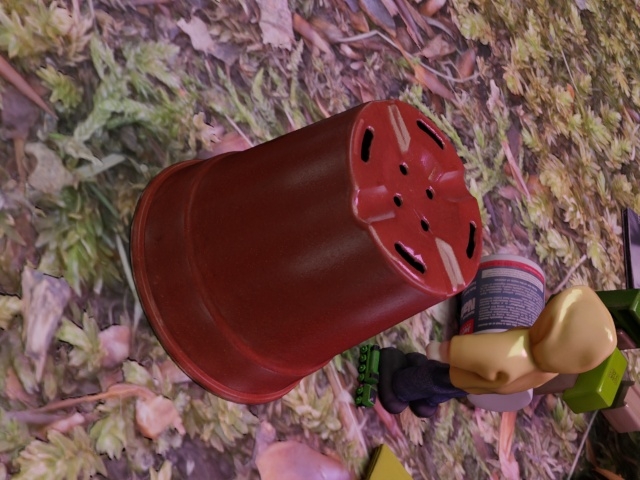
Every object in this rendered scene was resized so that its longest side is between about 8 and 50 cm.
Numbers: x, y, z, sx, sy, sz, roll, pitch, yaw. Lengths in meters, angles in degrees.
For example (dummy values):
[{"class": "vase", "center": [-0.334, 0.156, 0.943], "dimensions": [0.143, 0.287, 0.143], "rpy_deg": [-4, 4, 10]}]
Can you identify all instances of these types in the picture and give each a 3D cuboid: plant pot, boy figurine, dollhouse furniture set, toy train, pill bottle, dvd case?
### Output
[{"class": "plant pot", "center": [0.000, 0.000, 1.343], "dimensions": [0.272, 0.265, 0.272], "rpy_deg": [27, 52, -40]}, {"class": "boy figurine", "center": [0.193, 0.127, 1.495], "dimensions": [0.177, 0.285, 0.092], "rpy_deg": [14, 61, -43]}, {"class": "dollhouse furniture set", "center": [0.419, 0.237, 1.850], "dimensions": [0.301, 0.151, 0.197], "rpy_deg": [49, 52, -26]}, {"class": "toy train", "center": [0.056, 0.153, 1.528], "dimensions": [0.017, 0.024, 0.083], "rpy_deg": [36, 47, -34]}, {"class": "pill bottle", "center": [0.227, 0.117, 1.688], "dimensions": [0.108, 0.108, 0.180], "rpy_deg": [37, 45, -33]}, {"class": "dvd case", "center": [0.543, 0.074, 2.173], "dimensions": [0.164, 0.018, 0.221], "rpy_deg": [33, 48, -36]}]

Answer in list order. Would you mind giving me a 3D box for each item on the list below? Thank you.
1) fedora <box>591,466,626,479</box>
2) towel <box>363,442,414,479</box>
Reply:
[{"class": "fedora", "center": [0.418, 0.379, 1.777], "dimensions": [0.194, 0.194, 0.079], "rpy_deg": [40, 84, -31]}, {"class": "towel", "center": [0.055, 0.333, 1.436], "dimensions": [0.102, 0.021, 0.237], "rpy_deg": [56, 37, -22]}]
